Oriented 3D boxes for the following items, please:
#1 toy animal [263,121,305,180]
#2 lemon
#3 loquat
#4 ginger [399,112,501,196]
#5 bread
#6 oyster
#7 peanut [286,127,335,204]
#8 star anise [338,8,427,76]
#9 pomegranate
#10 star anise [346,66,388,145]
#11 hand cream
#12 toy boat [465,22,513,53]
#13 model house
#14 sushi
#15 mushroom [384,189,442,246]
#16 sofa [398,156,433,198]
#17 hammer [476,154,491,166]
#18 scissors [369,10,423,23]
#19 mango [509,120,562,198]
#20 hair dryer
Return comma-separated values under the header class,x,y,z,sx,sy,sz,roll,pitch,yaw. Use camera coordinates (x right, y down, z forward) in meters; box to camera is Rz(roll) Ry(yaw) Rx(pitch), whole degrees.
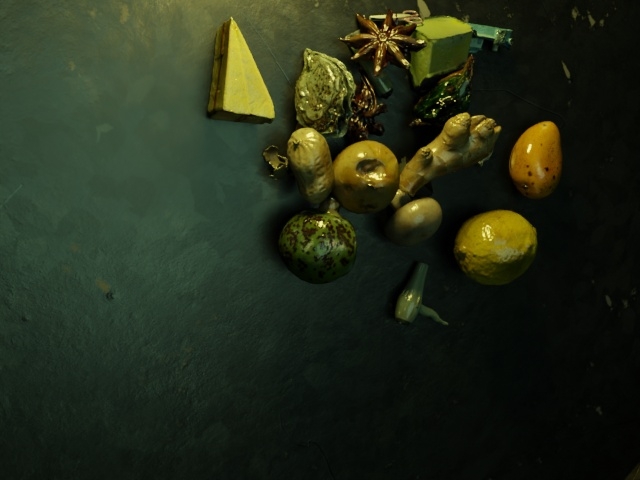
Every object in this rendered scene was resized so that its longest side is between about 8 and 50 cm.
class,x,y,z,sx,sy,sz,roll,pitch,yaw
toy animal,-0.074,-0.275,1.730,0.186,0.093,0.215,13,86,-29
lemon,0.627,0.022,1.994,0.321,0.268,0.269,-7,103,-10
loquat,0.135,-0.195,1.750,0.243,0.244,0.244,-5,101,-23
ginger,0.421,-0.279,1.802,0.375,0.236,0.166,-39,84,-25
bread,-0.211,-0.467,1.583,0.163,0.167,0.264,5,96,-26
oyster,0.016,-0.442,1.677,0.112,0.198,0.268,12,84,-68
peanut,-0.026,-0.215,1.636,0.129,0.129,0.225,-25,107,-18
star anise,0.192,-0.602,1.746,0.271,0.102,0.272,-1,67,3
pomegranate,0.000,0.000,1.722,0.254,0.254,0.271,19,94,-26
star anise,0.125,-0.402,1.772,0.190,0.126,0.220,-41,116,-8
hand cream,0.167,-0.563,1.801,0.086,0.055,0.235,-33,103,-21
toy boat,0.566,-0.689,1.932,0.237,0.109,0.098,-1,120,-21
model house,0.385,-0.611,1.860,0.193,0.170,0.212,-22,135,-22
sushi,0.422,-0.455,1.831,0.140,0.287,0.149,-12,68,-56
mushroom,0.299,-0.086,1.886,0.204,0.204,0.204,-5,101,-23
sofa,0.319,-0.209,1.931,0.147,0.085,0.060,37,126,-26
hammer,0.535,-0.385,2.010,0.103,0.029,0.246,-48,113,-9
scissors,0.241,-0.717,1.804,0.176,0.085,0.022,-7,140,-12
mango,0.798,-0.302,2.074,0.190,0.160,0.291,12,90,-17
hair dryer,0.383,0.195,2.035,0.267,0.092,0.229,7,91,-39
